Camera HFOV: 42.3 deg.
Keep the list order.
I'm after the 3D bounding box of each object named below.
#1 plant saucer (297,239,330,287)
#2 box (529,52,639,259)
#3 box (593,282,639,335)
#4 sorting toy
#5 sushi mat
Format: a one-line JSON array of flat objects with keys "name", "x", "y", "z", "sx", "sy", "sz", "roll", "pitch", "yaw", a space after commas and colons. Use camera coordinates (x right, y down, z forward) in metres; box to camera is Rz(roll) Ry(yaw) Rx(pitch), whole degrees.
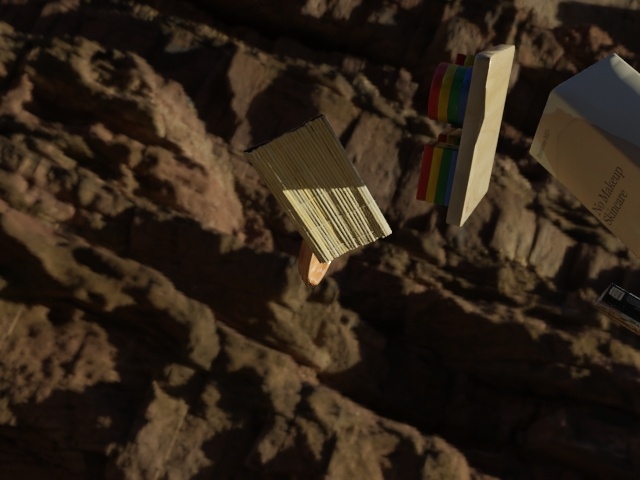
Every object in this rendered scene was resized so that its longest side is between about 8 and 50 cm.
[{"name": "plant saucer", "x": 0.000, "y": 0.000, "z": 1.721, "sx": 0.037, "sy": 0.200, "sz": 0.200, "roll": 20, "pitch": -22, "yaw": 13}, {"name": "box", "x": 0.434, "y": -0.083, "z": 1.083, "sx": 0.311, "sy": 0.121, "sz": 0.148, "roll": 50, "pitch": -20, "yaw": 27}, {"name": "box", "x": 0.679, "y": 0.175, "z": 1.689, "sx": 0.233, "sy": 0.044, "sz": 0.159, "roll": 32, "pitch": -3, "yaw": 17}, {"name": "sorting toy", "x": 0.227, "y": -0.182, "z": 1.324, "sx": 0.089, "sy": 0.256, "sz": 0.257, "roll": 13, "pitch": 20, "yaw": 17}, {"name": "sushi mat", "x": 0.003, "y": -0.080, "z": 1.466, "sx": 0.151, "sy": 0.019, "sz": 0.317, "roll": -26, "pitch": -47, "yaw": 8}]
